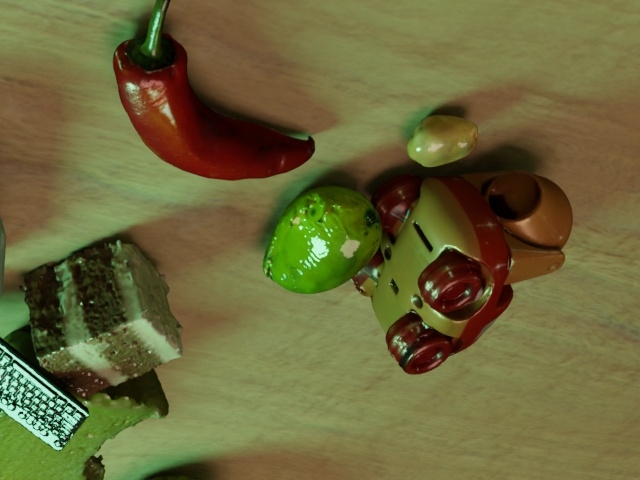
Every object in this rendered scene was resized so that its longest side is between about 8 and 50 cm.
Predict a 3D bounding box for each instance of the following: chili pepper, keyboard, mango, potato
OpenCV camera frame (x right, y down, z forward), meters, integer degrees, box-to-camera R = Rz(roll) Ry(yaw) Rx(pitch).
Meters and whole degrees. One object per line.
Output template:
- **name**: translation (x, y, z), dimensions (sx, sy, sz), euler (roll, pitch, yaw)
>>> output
- **chili pepper**: translation (-0.133, -0.144, 1.900), dimensions (0.137, 0.092, 0.368), euler (-45, 150, 2)
- **keyboard**: translation (-0.385, 0.149, 2.064), dimensions (0.250, 0.017, 0.087), euler (40, 121, -3)
- **mango**: translation (0.001, 0.000, 2.139), dimensions (0.178, 0.119, 0.100), euler (-40, -173, 39)
- **potato**: translation (0.144, -0.118, 2.084), dimensions (0.083, 0.062, 0.068), euler (3, 175, 4)

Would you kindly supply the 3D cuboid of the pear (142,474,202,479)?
- **pear**: translation (-0.211, 0.425, 2.534), dimensions (0.197, 0.197, 0.197), euler (-14, 145, -10)

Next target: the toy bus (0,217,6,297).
- **toy bus**: translation (-0.425, 0.011, 1.902), dimensions (0.165, 0.133, 0.271), euler (-11, 147, -21)

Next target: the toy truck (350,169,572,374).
- **toy truck**: translation (0.182, 0.023, 2.195), dimensions (0.239, 0.189, 0.265), euler (-9, 144, -30)

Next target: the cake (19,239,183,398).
- **cake**: translation (-0.256, 0.090, 2.091), dimensions (0.147, 0.135, 0.134), euler (-24, 146, 13)

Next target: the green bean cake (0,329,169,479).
- **green bean cake**: translation (-0.339, 0.221, 2.239), dimensions (0.233, 0.124, 0.236), euler (12, 134, -37)
